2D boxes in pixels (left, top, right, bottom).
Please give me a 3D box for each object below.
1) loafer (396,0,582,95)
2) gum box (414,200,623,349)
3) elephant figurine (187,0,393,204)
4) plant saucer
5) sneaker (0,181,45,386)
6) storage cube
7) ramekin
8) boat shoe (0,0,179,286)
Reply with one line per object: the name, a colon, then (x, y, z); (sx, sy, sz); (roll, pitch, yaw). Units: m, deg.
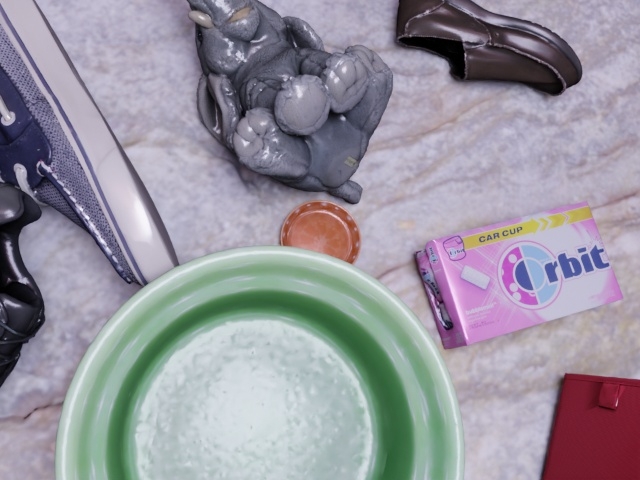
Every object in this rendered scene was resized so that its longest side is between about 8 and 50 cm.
loafer: (0.179, -0.206, 0.731); (0.220, 0.080, 0.078); (24, 83, 1)
gum box: (0.196, 0.037, 0.675); (0.189, 0.062, 0.107); (-14, 79, -14)
elephant figurine: (-0.056, -0.166, 0.639); (0.170, 0.185, 0.239); (-12, 47, -47)
plant saucer: (0.000, 0.000, 0.673); (0.084, 0.013, 0.083); (2, 77, -10)
sneaker: (-0.287, 0.084, 0.516); (0.130, 0.109, 0.286); (5, 96, 1)
storage cube: (0.320, 0.236, 0.576); (0.184, 0.215, 0.193); (17, 80, -7)
ramekin: (-0.049, 0.166, 0.553); (0.304, 0.148, 0.303); (3, 76, -10)
boat shoe: (-0.267, -0.075, 0.596); (0.158, 0.127, 0.340); (-30, 76, -9)
